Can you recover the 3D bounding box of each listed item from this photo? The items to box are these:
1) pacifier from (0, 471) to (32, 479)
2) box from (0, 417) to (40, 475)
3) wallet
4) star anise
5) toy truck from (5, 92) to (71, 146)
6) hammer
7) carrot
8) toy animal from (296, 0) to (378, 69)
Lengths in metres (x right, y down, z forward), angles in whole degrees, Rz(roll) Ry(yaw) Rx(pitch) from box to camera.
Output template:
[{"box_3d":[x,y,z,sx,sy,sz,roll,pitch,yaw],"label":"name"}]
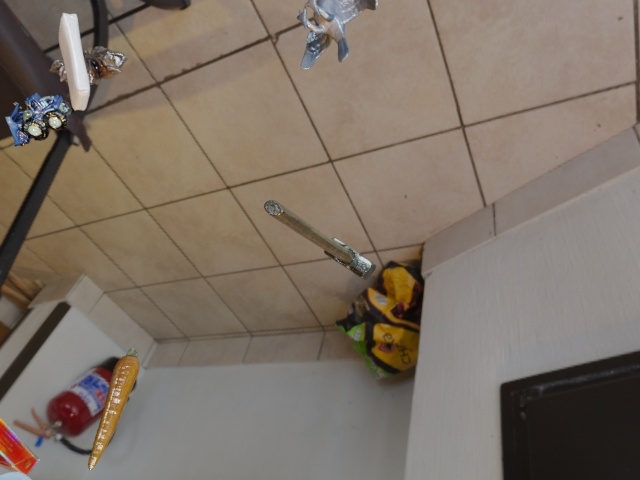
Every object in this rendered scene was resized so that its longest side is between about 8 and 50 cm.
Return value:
[{"box_3d":[-0.660,0.551,0.848,0.287,0.238,0.226,0,126,-3],"label":"pacifier"},{"box_3d":[-0.736,0.460,1.063,0.112,0.048,0.175,2,126,25],"label":"box"},{"box_3d":[-0.507,-0.368,0.962,0.033,0.190,0.095,-9,168,-37],"label":"wallet"},{"box_3d":[-0.670,-0.519,1.383,0.196,0.212,0.073,20,136,18],"label":"star anise"},{"box_3d":[-0.954,-0.411,1.563,0.208,0.113,0.126,-27,133,5],"label":"toy truck"},{"box_3d":[0.000,0.000,0.840,0.111,0.043,0.365,35,-179,27],"label":"hammer"},{"box_3d":[-0.565,0.452,1.289,0.069,0.336,0.069,3,143,2],"label":"carrot"},{"box_3d":[0.032,-0.525,1.096,0.239,0.176,0.256,-31,79,44],"label":"toy animal"}]
